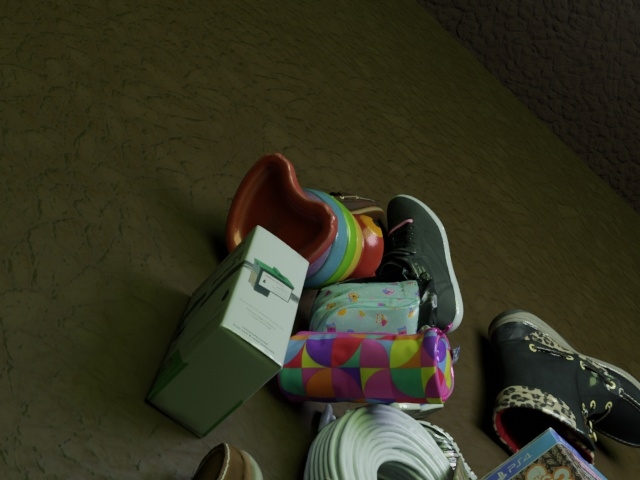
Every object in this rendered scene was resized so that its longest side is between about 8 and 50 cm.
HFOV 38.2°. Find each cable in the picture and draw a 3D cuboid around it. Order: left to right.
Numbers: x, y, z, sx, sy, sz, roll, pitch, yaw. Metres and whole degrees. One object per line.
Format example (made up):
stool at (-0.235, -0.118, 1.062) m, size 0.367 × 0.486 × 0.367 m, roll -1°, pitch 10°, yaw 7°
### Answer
cable at (0.093, 0.335, 1.182) m, size 0.257 × 0.089 × 0.257 m, roll 42°, pitch 29°, yaw -7°

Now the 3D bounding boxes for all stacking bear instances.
stacking bear at (0.000, 0.000, 1.418) m, size 0.175 × 0.164 × 0.289 m, roll 49°, pitch 17°, yaw 28°

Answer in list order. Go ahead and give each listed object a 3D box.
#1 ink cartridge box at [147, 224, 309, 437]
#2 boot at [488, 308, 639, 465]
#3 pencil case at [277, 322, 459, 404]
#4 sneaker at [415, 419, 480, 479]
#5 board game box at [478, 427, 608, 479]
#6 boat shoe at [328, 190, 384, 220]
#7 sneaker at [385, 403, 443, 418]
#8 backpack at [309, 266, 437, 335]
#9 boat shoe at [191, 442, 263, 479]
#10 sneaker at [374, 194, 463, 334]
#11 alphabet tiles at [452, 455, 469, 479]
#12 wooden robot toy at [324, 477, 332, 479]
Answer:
ink cartridge box at (-0.108, 0.106, 1.138) m, size 0.092 × 0.160 × 0.219 m, roll 37°, pitch 29°, yaw -15°
boot at (0.449, 0.308, 1.627) m, size 0.377 × 0.138 × 0.284 m, roll 38°, pitch 29°, yaw -7°
pencil case at (0.063, 0.163, 1.213) m, size 0.104 × 0.236 × 0.104 m, roll -6°, pitch 90°, yaw -68°
sneaker at (0.174, 0.332, 1.317) m, size 0.170 × 0.063 × 0.075 m, roll 51°, pitch 23°, yaw 0°
board game box at (0.374, 0.441, 1.251) m, size 0.232 × 0.141 × 0.291 m, roll 41°, pitch 13°, yaw -40°
boat shoe at (0.035, -0.055, 1.613) m, size 0.207 × 0.073 × 0.073 m, roll -6°, pitch 60°, yaw -55°
sneaker at (0.126, 0.225, 1.392) m, size 0.152 × 0.058 × 0.084 m, roll 6°, pitch 54°, yaw -55°
backpack at (0.074, 0.120, 1.337) m, size 0.182 × 0.152 × 0.115 m, roll 2°, pitch 14°, yaw -5°
boat shoe at (-0.144, 0.305, 0.888) m, size 0.116 × 0.123 × 0.324 m, roll 38°, pitch 28°, yaw -11°
sneaker at (0.151, 0.019, 1.635) m, size 0.147 × 0.104 × 0.296 m, roll 23°, pitch 40°, yaw -43°
alphabet tiles at (0.214, 0.401, 1.179) m, size 0.198 × 0.009 × 0.237 m, roll 33°, pitch 38°, yaw -79°
wooden robot toy at (-0.049, 0.322, 1.027) m, size 0.079 × 0.076 × 0.173 m, roll 23°, pitch 53°, yaw 29°
